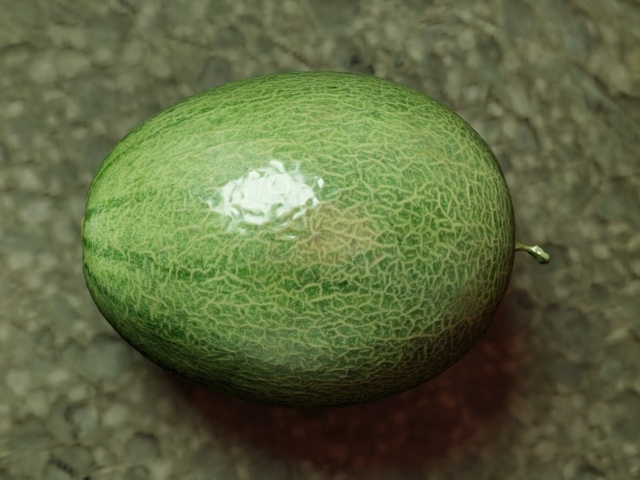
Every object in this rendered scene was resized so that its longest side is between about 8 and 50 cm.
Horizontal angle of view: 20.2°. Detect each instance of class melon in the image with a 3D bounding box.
[{"bbox_3d":[0.000,0.000,0.727,0.192,0.139,0.139,1,82,-9],"label":"melon"}]
